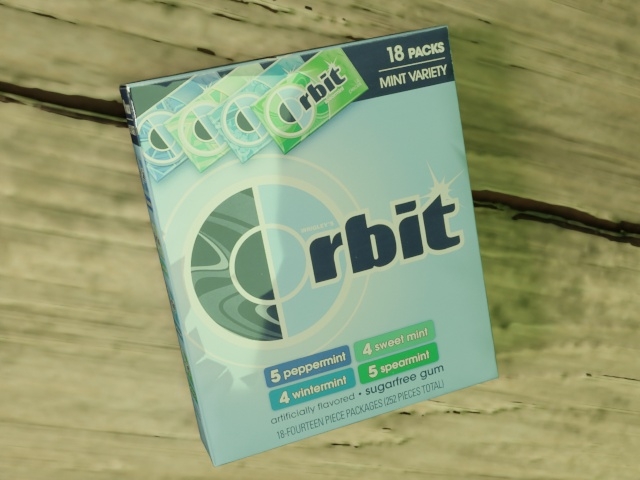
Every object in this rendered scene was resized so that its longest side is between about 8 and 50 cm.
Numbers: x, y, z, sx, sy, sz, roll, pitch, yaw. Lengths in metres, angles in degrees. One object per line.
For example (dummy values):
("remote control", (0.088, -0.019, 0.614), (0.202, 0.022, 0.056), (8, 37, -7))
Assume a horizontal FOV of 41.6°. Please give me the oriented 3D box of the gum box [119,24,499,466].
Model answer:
("gum box", (0.000, 0.000, 0.417), (0.157, 0.041, 0.184), (-14, 103, -15))
